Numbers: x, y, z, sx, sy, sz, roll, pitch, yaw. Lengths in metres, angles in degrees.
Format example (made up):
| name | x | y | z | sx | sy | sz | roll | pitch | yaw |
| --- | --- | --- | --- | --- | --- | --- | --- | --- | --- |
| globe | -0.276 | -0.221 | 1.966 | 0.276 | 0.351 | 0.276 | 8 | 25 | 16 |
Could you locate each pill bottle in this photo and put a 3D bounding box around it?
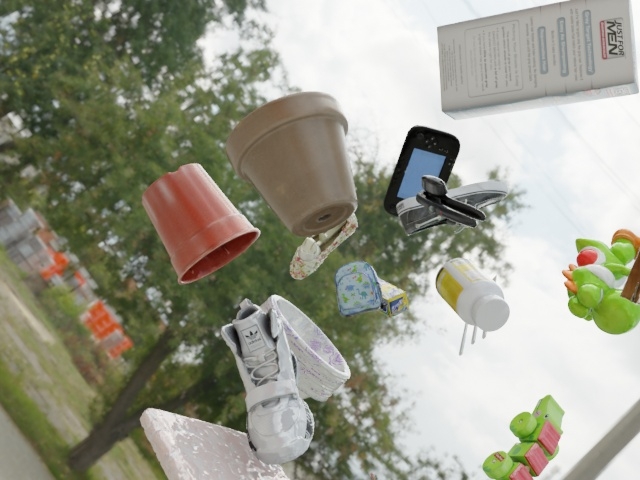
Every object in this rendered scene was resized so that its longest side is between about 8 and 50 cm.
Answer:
| name | x | y | z | sx | sy | sz | roll | pitch | yaw |
| --- | --- | --- | --- | --- | --- | --- | --- | --- | --- |
| pill bottle | 0.317 | 0.115 | 1.576 | 0.103 | 0.103 | 0.184 | 62 | -2 | -26 |

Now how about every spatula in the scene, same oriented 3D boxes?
| name | x | y | z | sx | sy | sz | roll | pitch | yaw |
| --- | --- | --- | --- | --- | --- | --- | --- | --- | --- |
| spatula | 0.478 | 0.234 | 2.307 | 0.019 | 0.242 | 0.168 | 30 | -43 | -10 |

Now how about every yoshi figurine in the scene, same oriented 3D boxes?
| name | x | y | z | sx | sy | sz | roll | pitch | yaw |
| --- | --- | --- | --- | --- | --- | --- | --- | --- | --- |
| yoshi figurine | 0.706 | 0.117 | 1.834 | 0.203 | 0.362 | 0.203 | 6 | -65 | 31 |

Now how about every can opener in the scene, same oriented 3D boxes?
| name | x | y | z | sx | sy | sz | roll | pitch | yaw |
| --- | --- | --- | --- | --- | --- | --- | --- | --- | --- |
| can opener | 0.261 | -0.070 | 1.554 | 0.186 | 0.059 | 0.073 | 42 | -15 | 48 |

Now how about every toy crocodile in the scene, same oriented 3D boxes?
| name | x | y | z | sx | sy | sz | roll | pitch | yaw |
| --- | --- | --- | --- | --- | --- | --- | --- | --- | --- |
| toy crocodile | 0.472 | 0.489 | 1.717 | 0.115 | 0.340 | 0.105 | 53 | -35 | -10 |

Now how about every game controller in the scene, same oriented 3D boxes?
| name | x | y | z | sx | sy | sz | roll | pitch | yaw |
| --- | --- | --- | --- | --- | --- | --- | --- | --- | --- |
| game controller | 0.307 | -0.199 | 2.313 | 0.167 | 0.067 | 0.319 | 20 | -56 | 5 |

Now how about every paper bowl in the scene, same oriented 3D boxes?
| name | x | y | z | sx | sy | sz | roll | pitch | yaw |
| --- | --- | --- | --- | --- | --- | --- | --- | --- | --- |
| paper bowl | -0.071 | 0.284 | 1.897 | 0.284 | 0.148 | 0.284 | 44 | 7 | -6 |

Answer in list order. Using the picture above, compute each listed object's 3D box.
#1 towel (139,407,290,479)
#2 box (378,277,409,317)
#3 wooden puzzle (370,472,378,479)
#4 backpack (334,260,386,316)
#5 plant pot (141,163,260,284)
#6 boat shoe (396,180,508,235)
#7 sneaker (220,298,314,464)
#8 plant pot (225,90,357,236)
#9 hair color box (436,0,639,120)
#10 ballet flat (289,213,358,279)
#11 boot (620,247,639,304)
| name | x | y | z | sx | sy | sz | roll | pitch | yaw |
| --- | --- | --- | --- | --- | --- | --- | --- | --- | --- |
| towel | -0.164 | 0.463 | 1.441 | 0.317 | 0.053 | 0.332 | 29 | 8 | -42 |
| box | 0.148 | 0.137 | 1.911 | 0.169 | 0.059 | 0.054 | 25 | -48 | 58 |
| wooden puzzle | 0.132 | 0.582 | 1.789 | 0.049 | 0.006 | 0.083 | -133 | -149 | -59 |
| backpack | 0.083 | 0.106 | 1.709 | 0.084 | 0.105 | 0.114 | 43 | 34 | -73 |
| plant pot | -0.358 | -0.059 | 2.165 | 0.265 | 0.272 | 0.272 | 56 | -16 | 8 |
| boat shoe | 0.355 | -0.078 | 1.974 | 0.113 | 0.307 | 0.104 | 124 | -47 | -67 |
| sneaker | -0.116 | 0.272 | 1.527 | 0.365 | 0.138 | 0.210 | -105 | 174 | -64 |
| plant pot | -0.038 | -0.138 | 1.561 | 0.263 | 0.263 | 0.229 | 99 | -30 | -67 |
| hair color box | 0.434 | -0.367 | 1.534 | 0.114 | 0.375 | 0.185 | 5 | 81 | -64 |
| ballet flat | 0.000 | 0.000 | 2.025 | 0.091 | 0.241 | 0.077 | 37 | -15 | 31 |
| boot | 0.546 | -0.028 | 1.174 | 0.096 | 0.280 | 0.264 | 23 | 0 | 4 |
